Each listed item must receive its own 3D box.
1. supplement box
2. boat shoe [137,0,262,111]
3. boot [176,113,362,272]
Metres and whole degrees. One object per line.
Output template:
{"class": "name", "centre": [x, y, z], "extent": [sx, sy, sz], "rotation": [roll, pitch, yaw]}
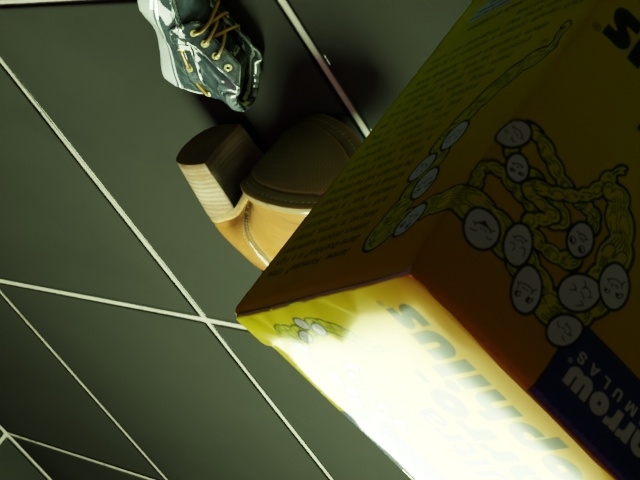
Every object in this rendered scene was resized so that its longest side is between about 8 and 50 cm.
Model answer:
{"class": "supplement box", "centre": [0.154, -0.034, 0.887], "extent": [0.194, 0.356, 0.195], "rotation": [44, 154, -15]}
{"class": "boat shoe", "centre": [-0.096, -0.181, 1.303], "extent": [0.083, 0.065, 0.183], "rotation": [26, 158, 17]}
{"class": "boot", "centre": [0.000, 0.000, 1.417], "extent": [0.283, 0.109, 0.220], "rotation": [3, 137, 52]}
